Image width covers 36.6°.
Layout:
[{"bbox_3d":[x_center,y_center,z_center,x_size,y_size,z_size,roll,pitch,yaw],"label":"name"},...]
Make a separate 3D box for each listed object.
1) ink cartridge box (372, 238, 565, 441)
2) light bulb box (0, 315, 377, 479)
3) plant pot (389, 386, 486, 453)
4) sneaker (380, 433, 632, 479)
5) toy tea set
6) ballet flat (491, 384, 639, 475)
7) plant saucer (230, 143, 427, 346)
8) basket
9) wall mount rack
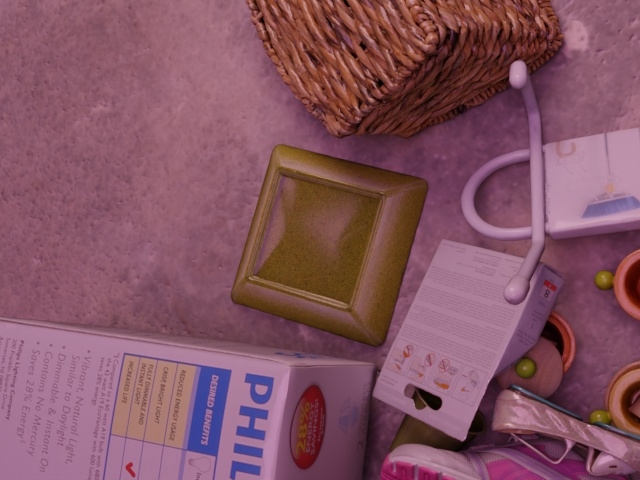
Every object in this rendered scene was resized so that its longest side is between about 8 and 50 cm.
[{"bbox_3d":[0.140,0.095,0.934,0.145,0.045,0.179,17,82,55],"label":"ink cartridge box"},{"bbox_3d":[-0.162,0.271,0.959,0.361,0.225,0.357,5,86,25],"label":"light bulb box"},{"bbox_3d":[0.110,0.194,0.970,0.083,0.083,0.079,39,110,20],"label":"plant pot"},{"bbox_3d":[0.183,0.237,0.912,0.252,0.111,0.103,15,127,5],"label":"sneaker"},{"bbox_3d":[0.325,0.084,0.875,0.336,0.124,0.200,-29,75,14],"label":"toy tea set"},{"bbox_3d":[0.235,0.184,0.874,0.168,0.057,0.052,21,79,14],"label":"ballet flat"},{"bbox_3d":[0.000,0.000,1.044,0.188,0.045,0.188,15,89,21],"label":"plant saucer"},{"bbox_3d":[0.071,-0.264,1.027,0.213,0.223,0.299,-42,69,45],"label":"basket"},{"bbox_3d":[0.281,-0.052,0.855,0.350,0.130,0.304,-9,50,21],"label":"wall mount rack"}]
